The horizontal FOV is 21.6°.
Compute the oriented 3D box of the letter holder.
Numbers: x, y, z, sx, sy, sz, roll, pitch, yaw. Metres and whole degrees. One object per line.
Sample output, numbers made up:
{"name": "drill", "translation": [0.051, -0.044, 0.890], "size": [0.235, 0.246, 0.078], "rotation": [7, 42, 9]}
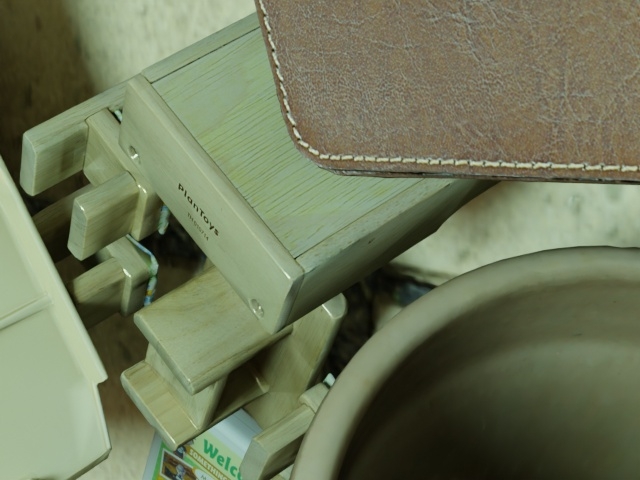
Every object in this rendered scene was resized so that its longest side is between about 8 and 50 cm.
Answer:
{"name": "letter holder", "translation": [0.084, -0.180, 0.538], "size": [0.214, 0.152, 0.301], "rotation": [3, 107, 43]}

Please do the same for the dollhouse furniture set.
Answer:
{"name": "dollhouse furniture set", "translation": [0.000, 0.000, 0.712], "size": [0.212, 0.161, 0.242], "rotation": [50, 153, 16]}

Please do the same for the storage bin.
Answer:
{"name": "storage bin", "translation": [-0.251, 0.010, 0.803], "size": [0.262, 0.123, 0.260], "rotation": [-3, 115, 53]}

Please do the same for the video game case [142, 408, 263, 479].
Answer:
{"name": "video game case", "translation": [-0.018, 0.199, 0.844], "size": [0.212, 0.023, 0.193], "rotation": [35, 125, 28]}

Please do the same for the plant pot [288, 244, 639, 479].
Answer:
{"name": "plant pot", "translation": [0.096, 0.168, 0.610], "size": [0.263, 0.263, 0.229], "rotation": [47, 149, 19]}
